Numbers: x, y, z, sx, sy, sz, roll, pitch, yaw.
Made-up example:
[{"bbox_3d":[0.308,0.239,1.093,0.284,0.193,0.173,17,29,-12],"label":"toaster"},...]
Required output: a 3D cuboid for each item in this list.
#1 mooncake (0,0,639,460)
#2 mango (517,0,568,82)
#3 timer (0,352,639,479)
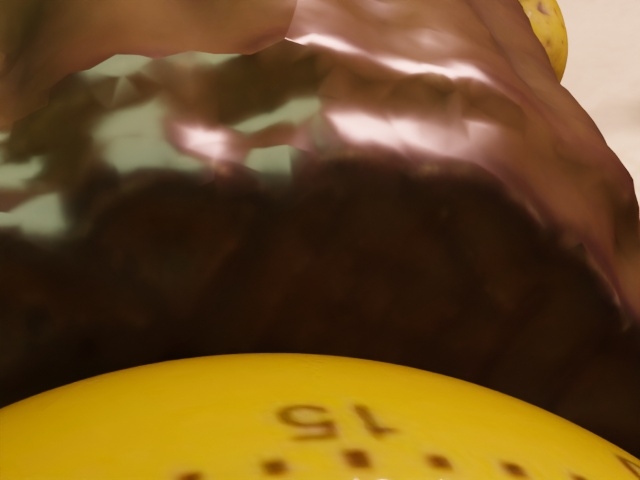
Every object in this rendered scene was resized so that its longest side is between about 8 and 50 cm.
[{"bbox_3d":[-0.036,0.045,0.657,0.324,0.324,0.187,-15,32,-5],"label":"mooncake"},{"bbox_3d":[0.028,-0.083,0.965,0.195,0.137,0.098,-19,78,13],"label":"mango"},{"bbox_3d":[0.000,0.215,0.428,0.376,0.376,0.387,-15,33,-4],"label":"timer"}]
